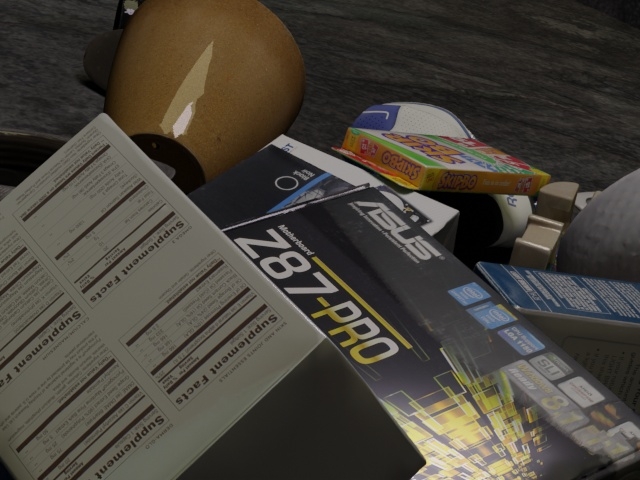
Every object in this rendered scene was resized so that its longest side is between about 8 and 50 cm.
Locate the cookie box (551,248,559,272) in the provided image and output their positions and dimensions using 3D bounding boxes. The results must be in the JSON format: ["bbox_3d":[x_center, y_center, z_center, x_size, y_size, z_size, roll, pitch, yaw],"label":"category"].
[{"bbox_3d":[0.320,0.047,1.896,0.107,0.040,0.092,-1,28,-35],"label":"cookie box"}]

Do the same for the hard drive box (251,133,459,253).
[{"bbox_3d":[0.000,0.000,1.655,0.232,0.089,0.181,24,40,24],"label":"hard drive box"}]

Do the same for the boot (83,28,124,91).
[{"bbox_3d":[-0.180,-0.208,2.158,0.305,0.112,0.115,16,-10,13],"label":"boot"}]

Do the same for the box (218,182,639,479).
[{"bbox_3d":[0.023,0.125,1.248,0.318,0.097,0.395,-16,42,-32],"label":"box"}]

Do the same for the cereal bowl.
[{"bbox_3d":[0.423,0.048,1.631,0.339,0.339,0.141,6,53,-23],"label":"cereal bowl"}]

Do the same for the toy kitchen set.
[{"bbox_3d":[0.327,0.041,1.786,0.207,0.122,0.166,17,35,14],"label":"toy kitchen set"}]

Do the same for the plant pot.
[{"bbox_3d":[-0.159,-0.138,1.814,0.237,0.237,0.254,17,35,3],"label":"plant pot"}]

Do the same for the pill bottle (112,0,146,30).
[{"bbox_3d":[-0.191,-0.298,2.296,0.219,0.122,0.123,10,21,-14],"label":"pill bottle"}]

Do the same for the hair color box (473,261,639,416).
[{"bbox_3d":[0.291,0.136,1.461,0.347,0.173,0.105,9,22,-20],"label":"hair color box"}]

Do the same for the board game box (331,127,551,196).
[{"bbox_3d":[0.139,-0.088,1.781,0.259,0.039,0.124,-3,25,-47],"label":"board game box"}]

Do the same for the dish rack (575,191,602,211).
[{"bbox_3d":[0.503,0.035,2.014,0.286,0.072,0.333,-1,26,-40],"label":"dish rack"}]

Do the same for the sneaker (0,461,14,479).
[{"bbox_3d":[-0.281,0.182,1.045,0.330,0.129,0.147,29,13,16],"label":"sneaker"}]

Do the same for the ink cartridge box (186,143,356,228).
[{"bbox_3d":[-0.091,0.026,1.484,0.165,0.065,0.333,28,43,26],"label":"ink cartridge box"}]

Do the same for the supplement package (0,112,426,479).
[{"bbox_3d":[-0.107,0.096,1.042,0.263,0.198,0.199,44,-6,37],"label":"supplement package"}]

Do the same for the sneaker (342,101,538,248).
[{"bbox_3d":[0.137,-0.079,1.965,0.315,0.127,0.182,31,24,32],"label":"sneaker"}]

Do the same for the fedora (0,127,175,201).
[{"bbox_3d":[-0.286,-0.025,1.527,0.275,0.124,0.244,13,17,16],"label":"fedora"}]
